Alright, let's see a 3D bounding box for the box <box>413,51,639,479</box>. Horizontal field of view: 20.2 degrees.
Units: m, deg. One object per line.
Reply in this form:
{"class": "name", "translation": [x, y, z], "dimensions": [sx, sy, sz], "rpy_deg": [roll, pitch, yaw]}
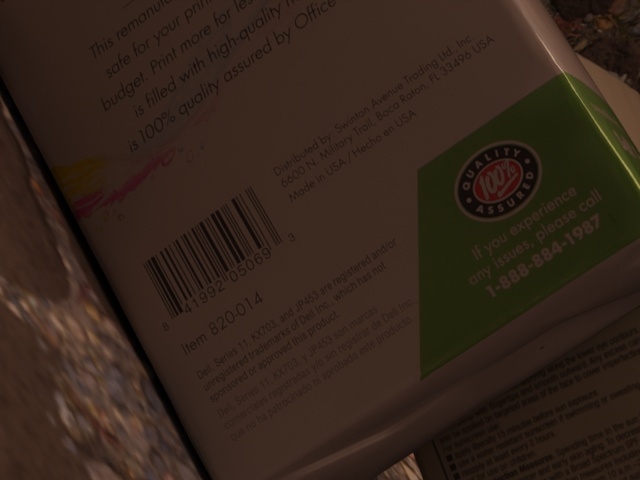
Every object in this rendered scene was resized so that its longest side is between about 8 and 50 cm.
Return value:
{"class": "box", "translation": [0.128, 0.085, 0.821], "dimensions": [0.121, 0.148, 0.311], "rpy_deg": [13, 55, -62]}

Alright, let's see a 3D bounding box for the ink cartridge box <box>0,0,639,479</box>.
{"class": "ink cartridge box", "translation": [-0.020, -0.088, 0.775], "dimensions": [0.353, 0.207, 0.119], "rpy_deg": [61, 15, 18]}
